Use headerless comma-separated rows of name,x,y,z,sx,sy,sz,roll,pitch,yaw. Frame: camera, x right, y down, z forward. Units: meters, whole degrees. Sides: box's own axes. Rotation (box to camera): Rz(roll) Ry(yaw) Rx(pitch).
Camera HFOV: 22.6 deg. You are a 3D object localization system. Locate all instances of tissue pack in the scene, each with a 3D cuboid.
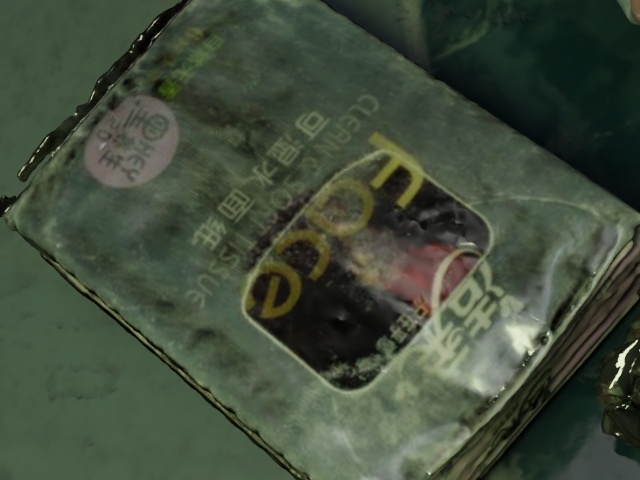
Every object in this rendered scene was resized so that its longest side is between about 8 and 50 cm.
tissue pack,0.000,0.000,1.039,0.361,0.122,0.259,38,83,27

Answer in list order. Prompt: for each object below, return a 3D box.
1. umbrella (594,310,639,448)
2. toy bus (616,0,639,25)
umbrella,0.244,0.003,0.940,0.110,0.122,0.272,20,94,64
toy bus,0.253,-0.232,0.955,0.232,0.294,0.197,-37,50,15
